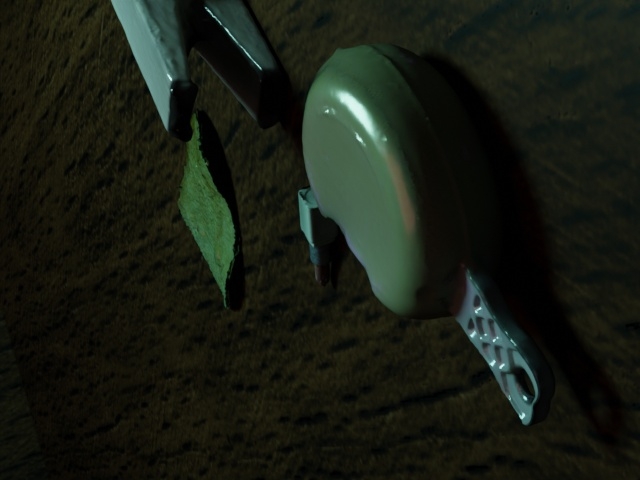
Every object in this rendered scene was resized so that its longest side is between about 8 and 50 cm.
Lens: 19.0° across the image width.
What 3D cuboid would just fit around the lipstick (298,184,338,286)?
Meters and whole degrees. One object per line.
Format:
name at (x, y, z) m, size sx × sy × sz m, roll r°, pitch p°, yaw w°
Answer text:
lipstick at (0.000, 0.000, 1.543) m, size 0.107 × 0.025 × 0.025 m, roll 85°, pitch 160°, yaw -47°

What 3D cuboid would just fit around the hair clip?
hair clip at (-0.132, -0.225, 1.644) m, size 0.085 × 0.101 × 0.331 m, roll 93°, pitch 157°, yaw -53°

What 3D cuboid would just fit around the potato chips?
potato chips at (-0.110, -0.026, 1.852) m, size 0.142 × 0.026 × 0.209 m, roll 14°, pitch 120°, yaw 66°

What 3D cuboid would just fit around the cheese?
cheese at (0.074, 0.001, 1.234) m, size 0.163 × 0.082 × 0.286 m, roll 99°, pitch 149°, yaw -53°
